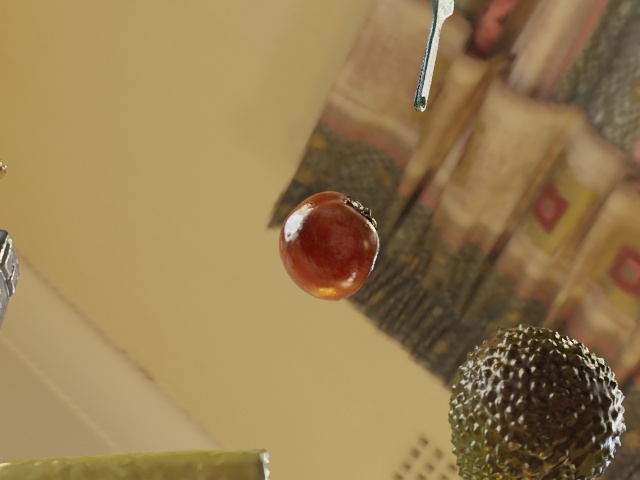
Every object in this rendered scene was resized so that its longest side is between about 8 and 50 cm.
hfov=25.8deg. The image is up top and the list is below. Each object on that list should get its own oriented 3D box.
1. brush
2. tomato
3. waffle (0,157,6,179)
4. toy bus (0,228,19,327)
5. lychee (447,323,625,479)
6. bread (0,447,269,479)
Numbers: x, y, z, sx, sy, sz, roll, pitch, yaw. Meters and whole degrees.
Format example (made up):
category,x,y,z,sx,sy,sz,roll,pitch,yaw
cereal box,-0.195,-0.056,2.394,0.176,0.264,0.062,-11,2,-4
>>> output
category,x,y,z,sx,sy,sz,roll,pitch,yaw
brush,0.116,-0.207,1.412,0.014,0.164,0.051,6,166,28
tomato,0.000,0.000,1.850,0.091,0.139,0.159,25,-159,-42
waffle,-0.421,-0.066,1.257,0.224,0.327,0.098,-40,-107,-7
toy bus,-0.354,0.053,1.412,0.075,0.064,0.190,-9,-150,5
lychee,0.181,0.162,1.207,0.171,0.171,0.171,19,-144,-14
bread,-0.114,0.227,0.703,0.178,0.135,0.240,2,-120,-9
